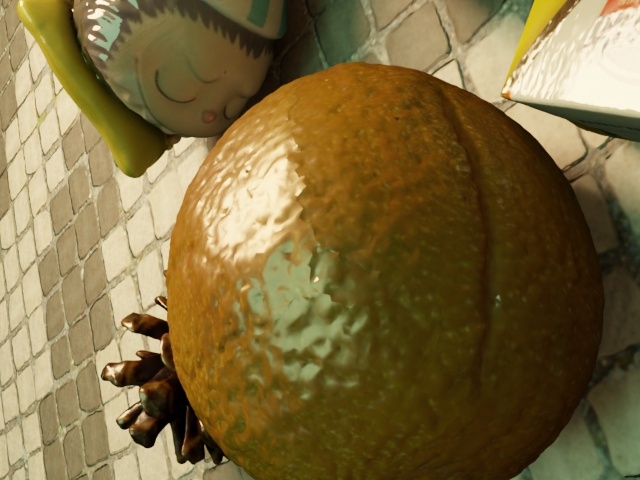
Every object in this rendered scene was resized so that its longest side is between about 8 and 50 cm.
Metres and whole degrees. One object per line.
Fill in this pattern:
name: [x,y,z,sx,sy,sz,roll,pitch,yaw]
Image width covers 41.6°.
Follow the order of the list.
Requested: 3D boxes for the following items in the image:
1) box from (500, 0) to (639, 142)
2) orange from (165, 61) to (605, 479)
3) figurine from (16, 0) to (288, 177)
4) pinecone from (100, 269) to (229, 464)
box: [0.255,-0.141,0.535,0.265,0.097,0.168,32,103,61]
orange: [0.042,0.025,0.656,0.322,0.322,0.357,-48,39,36]
figurine: [-0.124,-0.298,1.026,0.378,0.266,0.361,-28,33,11]
pinecone: [-0.144,0.144,0.959,0.201,0.202,0.229,-14,84,11]
